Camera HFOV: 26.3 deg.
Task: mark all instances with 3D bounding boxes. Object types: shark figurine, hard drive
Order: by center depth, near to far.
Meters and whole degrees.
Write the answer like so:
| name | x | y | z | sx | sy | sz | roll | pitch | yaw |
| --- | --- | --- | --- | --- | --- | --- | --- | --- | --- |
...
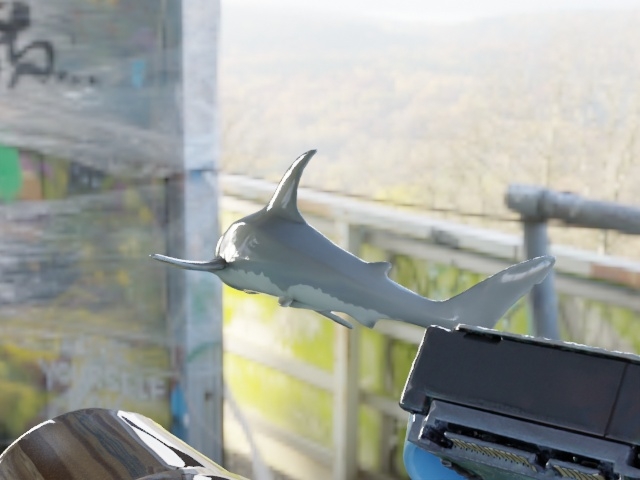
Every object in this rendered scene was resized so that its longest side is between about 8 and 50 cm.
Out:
| name | x | y | z | sx | sy | sz | roll | pitch | yaw |
| --- | --- | --- | --- | --- | --- | --- | --- | --- | --- |
| hard drive | 0.220 | 0.135 | 0.636 | 0.237 | 0.064 | 0.339 | 7 | -18 | 44 |
| shark figurine | 0.004 | 0.000 | 0.935 | 0.278 | 0.116 | 0.166 | 14 | -5 | 46 |

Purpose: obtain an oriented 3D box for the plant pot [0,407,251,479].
| name | x | y | z | sx | sy | sz | roll | pitch | yaw |
| --- | --- | --- | --- | --- | --- | --- | --- | --- | --- |
| plant pot | -0.088 | 0.164 | 0.660 | 0.167 | 0.167 | 0.165 | -5 | 16 | -26 |

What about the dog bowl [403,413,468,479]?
| name | x | y | z | sx | sy | sz | roll | pitch | yaw |
| --- | --- | --- | --- | --- | --- | --- | --- | --- | --- |
| dog bowl | 0.216 | 0.215 | 1.377 | 0.297 | 0.166 | 0.074 | -2 | 41 | 31 |
